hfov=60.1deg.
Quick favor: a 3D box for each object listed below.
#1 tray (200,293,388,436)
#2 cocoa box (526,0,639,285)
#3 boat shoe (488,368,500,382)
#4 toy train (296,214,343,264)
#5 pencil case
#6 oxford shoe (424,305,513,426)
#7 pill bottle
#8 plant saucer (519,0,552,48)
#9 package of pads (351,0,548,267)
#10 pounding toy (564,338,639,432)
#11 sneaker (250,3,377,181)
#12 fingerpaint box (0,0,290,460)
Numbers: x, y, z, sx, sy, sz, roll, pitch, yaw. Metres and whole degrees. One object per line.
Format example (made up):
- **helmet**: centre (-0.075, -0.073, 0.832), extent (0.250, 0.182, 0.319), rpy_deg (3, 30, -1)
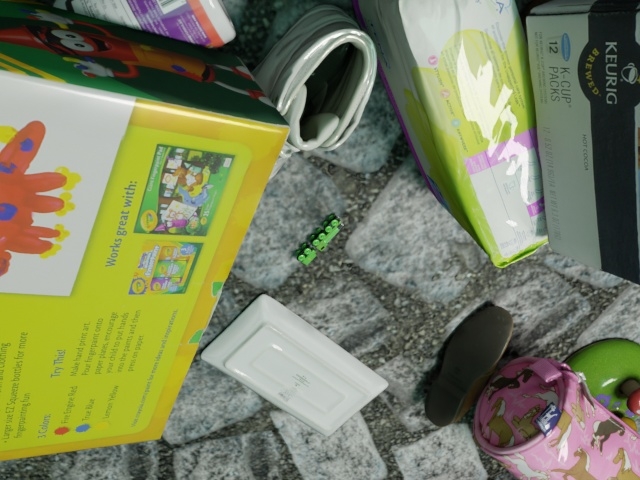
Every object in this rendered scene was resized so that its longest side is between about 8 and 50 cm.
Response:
- **tray**: centre (-0.032, 0.204, 0.833), extent (0.270, 0.030, 0.145), rpy_deg (39, 106, -24)
- **cocoa box**: centre (0.381, -0.120, 0.430), extent (0.347, 0.228, 0.231), rpy_deg (-25, 118, -16)
- **boat shoe**: centre (0.293, 0.284, 0.907), extent (0.059, 0.063, 0.170), rpy_deg (-13, 114, 25)
- **toy train**: centre (0.000, 0.000, 0.744), extent (0.024, 0.017, 0.083), rpy_deg (35, 107, -32)
- **pencil case**: centre (0.409, 0.335, 0.808), extent (0.386, 0.160, 0.167), rpy_deg (39, 146, -12)
- **oxford shoe**: centre (0.237, 0.191, 0.859), extent (0.076, 0.076, 0.212), rpy_deg (7, 117, -45)
- **pill bottle**: centre (-0.194, -0.212, 0.556), extent (0.194, 0.108, 0.108), rpy_deg (-25, 117, 4)
- **plant saucer**: centre (0.299, -0.192, 0.619), extent (0.199, 0.036, 0.198), rpy_deg (18, 127, 26)
- **package of pads**: centre (0.141, -0.141, 0.577), extent (0.101, 0.229, 0.296), rpy_deg (-27, 117, 5)
- **pounding toy**: centre (0.460, 0.275, 0.899), extent (0.237, 0.110, 0.182), rpy_deg (-23, 117, 3)
- **sneaker**: centre (-0.057, -0.117, 0.593), extent (0.108, 0.169, 0.292), rpy_deg (32, 109, -23)
- **fingerpaint box**: centre (-0.292, 0.015, 0.519), extent (0.371, 0.163, 0.444), rpy_deg (3, 128, -33)
